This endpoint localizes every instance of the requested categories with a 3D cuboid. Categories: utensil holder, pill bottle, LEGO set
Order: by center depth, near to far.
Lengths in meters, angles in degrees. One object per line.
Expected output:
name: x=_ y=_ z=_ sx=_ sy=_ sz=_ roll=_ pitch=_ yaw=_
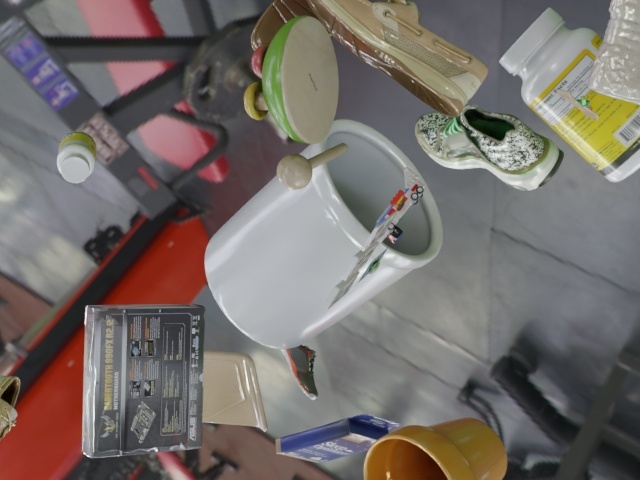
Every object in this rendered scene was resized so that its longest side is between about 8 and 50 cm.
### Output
LEGO set: x=0.087 y=-0.009 z=1.533 sx=0.060 sy=0.244 sz=0.182 roll=38 pitch=125 yaw=11
pill bottle: x=-0.423 y=-0.142 z=1.651 sx=0.065 sy=0.065 sz=0.116 roll=49 pitch=-171 yaw=-26
pill bottle: x=0.516 y=-0.287 z=1.849 sx=0.334 sy=0.188 sz=0.188 roll=44 pitch=157 yaw=2
utensil holder: x=0.000 y=0.000 z=1.920 sx=0.327 sy=0.328 sz=0.385 roll=42 pitch=125 yaw=-12

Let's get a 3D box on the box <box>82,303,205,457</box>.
box: x=-0.276 y=0.216 z=1.493 sx=0.183 sy=0.231 sz=0.056 roll=1 pitch=180 yaw=-29

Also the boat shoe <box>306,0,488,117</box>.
boat shoe: x=0.125 y=-0.349 z=1.615 sx=0.341 sy=0.110 sz=0.121 roll=37 pitch=176 yaw=2

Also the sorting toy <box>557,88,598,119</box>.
sorting toy: x=0.390 y=-0.204 z=1.420 sx=0.062 sy=0.012 sz=0.083 roll=36 pitch=-172 yaw=-13

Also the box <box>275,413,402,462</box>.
box: x=0.039 y=0.397 z=1.899 sx=0.225 sy=0.037 sz=0.136 roll=-25 pitch=147 yaw=32

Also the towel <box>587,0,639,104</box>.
towel: x=0.500 y=-0.260 z=1.269 sx=0.282 sy=0.187 sz=0.049 roll=12 pitch=-174 yaw=-16

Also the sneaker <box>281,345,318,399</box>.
sneaker: x=-0.034 y=0.261 z=2.025 sx=0.158 sy=0.064 sz=0.061 roll=62 pitch=177 yaw=16

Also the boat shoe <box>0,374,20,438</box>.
boat shoe: x=-0.495 y=0.266 z=1.458 sx=0.170 sy=0.059 sz=0.063 roll=-102 pitch=3 yaw=-53

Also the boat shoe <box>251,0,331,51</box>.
boat shoe: x=0.014 y=-0.460 z=1.871 sx=0.123 sy=0.342 sz=0.123 roll=47 pitch=177 yaw=7

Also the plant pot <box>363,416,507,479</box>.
plant pot: x=0.209 y=0.389 z=1.596 sx=0.205 sy=0.188 sz=0.205 roll=18 pitch=117 yaw=41

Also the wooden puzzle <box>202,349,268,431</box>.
wooden puzzle: x=-0.217 y=0.260 z=1.729 sx=0.238 sy=0.044 sz=0.221 roll=7 pitch=137 yaw=12

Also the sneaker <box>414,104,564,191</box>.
sneaker: x=0.350 y=-0.253 z=2.125 sx=0.410 sy=0.158 sz=0.182 roll=24 pitch=161 yaw=49

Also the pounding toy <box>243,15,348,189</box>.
pounding toy: x=-0.054 y=-0.208 z=1.403 sx=0.110 sy=0.183 sz=0.237 roll=3 pitch=117 yaw=25
